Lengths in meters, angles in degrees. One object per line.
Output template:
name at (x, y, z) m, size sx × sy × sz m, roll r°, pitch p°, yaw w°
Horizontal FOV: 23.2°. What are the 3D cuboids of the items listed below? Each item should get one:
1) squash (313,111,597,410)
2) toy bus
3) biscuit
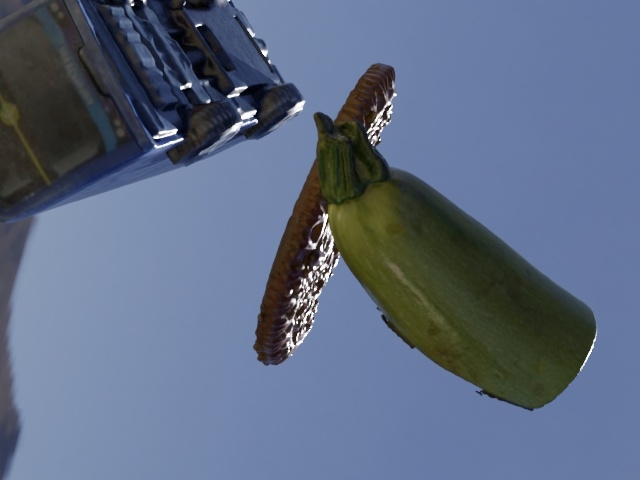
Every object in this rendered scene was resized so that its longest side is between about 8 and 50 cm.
squash at (0.056, 0.009, 0.860) m, size 0.075 × 0.200 × 0.090 m, roll -23°, pitch -149°, yaw 58°
toy bus at (-0.074, -0.059, 0.649) m, size 0.094 × 0.079 × 0.236 m, roll -33°, pitch 180°, yaw 15°
biscuit at (-0.001, -0.003, 0.952) m, size 0.126 × 0.025 × 0.206 m, roll -50°, pitch 161°, yaw -64°
